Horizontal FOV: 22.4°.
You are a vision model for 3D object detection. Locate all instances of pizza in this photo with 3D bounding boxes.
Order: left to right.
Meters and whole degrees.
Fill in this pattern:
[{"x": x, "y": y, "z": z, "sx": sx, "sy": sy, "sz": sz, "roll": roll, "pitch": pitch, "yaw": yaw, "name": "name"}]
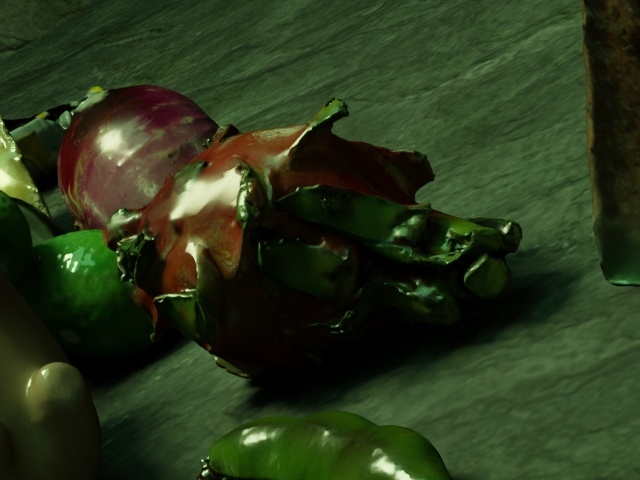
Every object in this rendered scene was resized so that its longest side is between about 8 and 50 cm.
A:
[{"x": -0.359, "y": -0.062, "z": 1.776, "sx": 0.081, "sy": 0.204, "sz": 0.188, "roll": -25, "pitch": 22, "yaw": -15, "name": "pizza"}]

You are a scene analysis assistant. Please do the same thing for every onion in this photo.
[{"x": -0.150, "y": -0.052, "z": 1.446, "sx": 0.201, "sy": 0.200, "sz": 0.207, "roll": -27, "pitch": 24, "yaw": 11, "name": "onion"}]

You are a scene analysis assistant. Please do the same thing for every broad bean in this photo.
[{"x": 0.007, "y": 0.128, "z": 0.927, "sx": 0.065, "sy": 0.046, "sz": 0.254, "roll": -48, "pitch": 22, "yaw": -25, "name": "broad bean"}]

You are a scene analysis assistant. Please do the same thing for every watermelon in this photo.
[{"x": 0.221, "y": -0.115, "z": 0.898, "sx": 0.193, "sy": 0.256, "sz": 0.140, "roll": -12, "pitch": 27, "yaw": 23, "name": "watermelon"}]

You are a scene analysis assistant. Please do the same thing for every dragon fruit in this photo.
[{"x": -0.014, "y": 0.006, "z": 1.082, "sx": 0.200, "sy": 0.198, "sz": 0.269, "roll": -17, "pitch": 18, "yaw": -30, "name": "dragon fruit"}]

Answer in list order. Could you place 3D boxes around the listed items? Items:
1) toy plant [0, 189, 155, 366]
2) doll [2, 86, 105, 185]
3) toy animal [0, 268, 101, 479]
[{"x": -0.253, "y": 0.042, "z": 1.350, "sx": 0.235, "sy": 0.218, "sz": 0.175, "roll": -28, "pitch": 41, "yaw": 50, "name": "toy plant"}, {"x": -0.388, "y": -0.123, "z": 2.117, "sx": 0.146, "sy": 0.103, "sz": 0.316, "roll": -1, "pitch": 23, "yaw": 29, "name": "doll"}, {"x": -0.284, "y": 0.087, "z": 1.126, "sx": 0.237, "sy": 0.326, "sz": 0.269, "roll": -18, "pitch": -21, "yaw": -38, "name": "toy animal"}]
